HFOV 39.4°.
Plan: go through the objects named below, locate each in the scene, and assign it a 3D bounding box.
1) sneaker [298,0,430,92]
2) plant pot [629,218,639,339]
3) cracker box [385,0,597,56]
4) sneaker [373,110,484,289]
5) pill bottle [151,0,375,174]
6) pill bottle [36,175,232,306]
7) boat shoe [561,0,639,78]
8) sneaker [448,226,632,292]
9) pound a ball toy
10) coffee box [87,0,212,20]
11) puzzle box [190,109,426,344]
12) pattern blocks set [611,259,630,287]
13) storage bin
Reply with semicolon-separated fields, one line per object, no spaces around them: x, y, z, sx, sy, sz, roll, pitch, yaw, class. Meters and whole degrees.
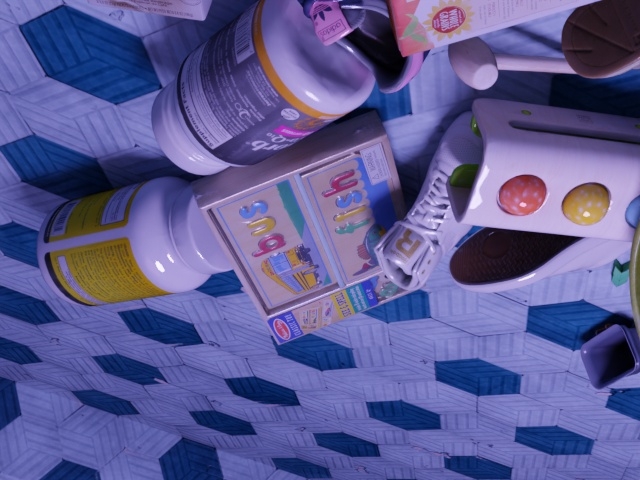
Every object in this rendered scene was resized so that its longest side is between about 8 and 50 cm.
0.006;-0.278;0.911;0.319;0.131;0.112;33;146;-30;sneaker
0.595;0.042;0.955;0.353;0.366;0.366;-17;159;-23;plant pot
0.169;-0.277;0.829;0.232;0.067;0.155;-15;142;4;cracker box
0.159;-0.033;1.208;0.108;0.169;0.292;35;153;15;sneaker
-0.077;-0.183;1.076;0.162;0.162;0.278;32;146;-29;pill bottle
-0.284;0.000;1.445;0.334;0.188;0.188;-9;143;35;pill bottle
0.384;-0.243;0.864;0.098;0.109;0.302;-12;172;-45;boat shoe
0.329;0.019;1.254;0.290;0.106;0.123;-20;145;18;sneaker
0.286;-0.103;1.031;0.319;0.135;0.208;6;128;-10;pound a ball toy
-0.186;-0.351;0.901;0.141;0.098;0.246;9;150;8;coffee box
0.000;0.000;1.337;0.272;0.052;0.409;-22;144;1;puzzle box
0.594;0.042;1.312;0.325;0.026;0.285;1;147;22;pattern blocks set
0.526;0.189;1.539;0.091;0.098;0.135;-7;156;-21;storage bin
